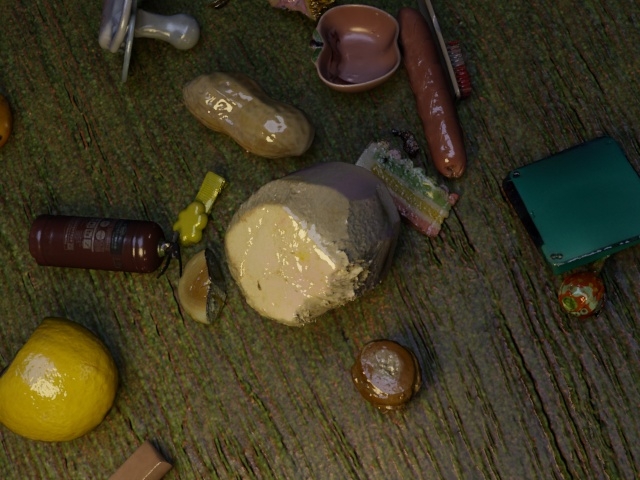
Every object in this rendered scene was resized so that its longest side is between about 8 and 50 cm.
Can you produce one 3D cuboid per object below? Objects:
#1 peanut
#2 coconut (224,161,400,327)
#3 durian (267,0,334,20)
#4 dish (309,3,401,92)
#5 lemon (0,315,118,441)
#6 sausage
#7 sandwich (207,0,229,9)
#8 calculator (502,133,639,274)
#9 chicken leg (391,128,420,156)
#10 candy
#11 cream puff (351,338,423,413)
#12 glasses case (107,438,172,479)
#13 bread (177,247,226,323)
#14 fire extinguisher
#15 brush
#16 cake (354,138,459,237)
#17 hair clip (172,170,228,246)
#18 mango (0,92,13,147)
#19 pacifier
[{"bbox_3d":[-0.153,-0.272,1.871,0.313,0.149,0.149,32,79,19],"label":"peanut"},{"bbox_3d":[0.000,0.000,1.666,0.298,0.309,0.297,9,111,26],"label":"coconut"},{"bbox_3d":[-0.049,-0.570,1.945,0.165,0.182,0.132,34,94,-12],"label":"durian"},{"bbox_3d":[0.079,-0.408,1.899,0.214,0.090,0.213,-2,71,7],"label":"dish"},{"bbox_3d":[-0.508,0.283,1.694,0.219,0.240,0.240,34,79,-10],"label":"lemon"},{"bbox_3d":[0.232,-0.330,1.846,0.088,0.088,0.432,-16,69,5],"label":"sausage"},{"bbox_3d":[-0.238,-0.597,2.055,0.069,0.026,0.101,38,82,19],"label":"sandwich"},{"bbox_3d":[0.514,-0.070,1.687,0.249,0.058,0.274,-22,51,3],"label":"calculator"},{"bbox_3d":[0.185,-0.214,1.847,0.036,0.021,0.083,-36,68,7],"label":"chicken leg"},{"bbox_3d":[0.554,0.029,1.678,0.084,0.078,0.287,39,70,-10],"label":"candy"},{"bbox_3d":[0.124,0.256,1.650,0.126,0.103,0.144,-27,68,-14],"label":"cream puff"},{"bbox_3d":[-0.375,0.483,1.691,0.193,0.070,0.102,-46,42,-5],"label":"glasses case"},{"bbox_3d":[-0.248,0.104,1.782,0.095,0.083,0.157,-20,67,6],"label":"bread"},{"bbox_3d":[-0.441,0.016,1.829,0.338,0.114,0.135,3,57,11],"label":"fire extinguisher"},{"bbox_3d":[0.267,-0.446,1.895,0.050,0.060,0.320,-12,69,-7],"label":"brush"},{"bbox_3d":[0.169,-0.106,1.803,0.225,0.090,0.109,36,78,1],"label":"cake"},{"bbox_3d":[-0.259,-0.065,1.863,0.072,0.046,0.173,28,80,22],"label":"hair clip"},{"bbox_3d":[-0.769,-0.284,2.015,0.115,0.089,0.164,-5,67,19],"label":"mango"},{"bbox_3d":[-0.383,-0.499,1.972,0.226,0.238,0.287,7,68,-18],"label":"pacifier"}]
